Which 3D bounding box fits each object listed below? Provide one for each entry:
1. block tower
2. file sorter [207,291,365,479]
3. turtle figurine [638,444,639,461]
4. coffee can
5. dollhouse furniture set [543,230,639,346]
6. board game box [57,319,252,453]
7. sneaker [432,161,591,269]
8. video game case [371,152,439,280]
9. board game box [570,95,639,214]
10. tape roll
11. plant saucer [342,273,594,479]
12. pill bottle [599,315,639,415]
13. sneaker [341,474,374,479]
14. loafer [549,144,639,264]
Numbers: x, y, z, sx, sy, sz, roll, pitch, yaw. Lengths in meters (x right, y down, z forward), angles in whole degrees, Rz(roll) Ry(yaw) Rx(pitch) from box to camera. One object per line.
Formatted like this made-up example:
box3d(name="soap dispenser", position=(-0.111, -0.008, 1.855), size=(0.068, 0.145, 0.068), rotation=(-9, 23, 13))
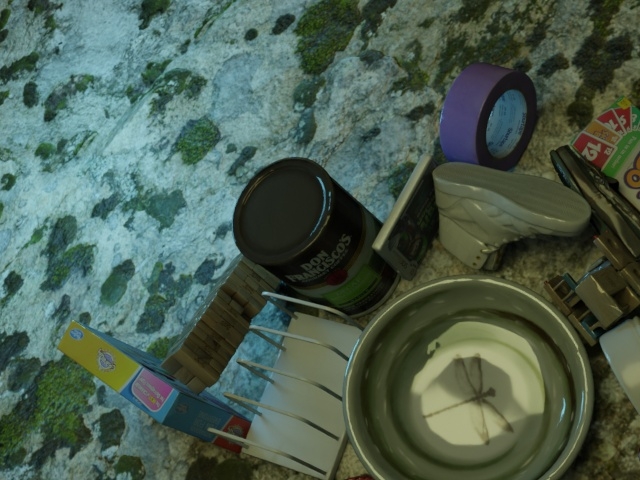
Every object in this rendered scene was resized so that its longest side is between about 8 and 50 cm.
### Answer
box3d(name="block tower", position=(-0.170, 0.135, 2.174), size=(0.097, 0.091, 0.335), rotation=(-43, 10, 42))
box3d(name="file sorter", position=(-0.047, 0.249, 2.097), size=(0.193, 0.173, 0.277), rotation=(12, 73, 32))
box3d(name="turtle figurine", position=(0.588, 0.324, 1.606), size=(0.275, 0.266, 0.198), rotation=(-20, 58, 23))
box3d(name="coffee can", position=(0.000, 0.000, 2.131), size=(0.201, 0.275, 0.201), rotation=(-14, 61, 26))
box3d(name="dollhouse furniture set", position=(0.412, 0.083, 1.847), size=(0.129, 0.184, 0.129), rotation=(52, 122, 15))
box3d(name="board game box", position=(-0.304, 0.269, 2.208), size=(0.316, 0.242, 0.064), rotation=(27, 85, 39))
box3d(name="sneaker", position=(0.324, -0.021, 2.026), size=(0.292, 0.169, 0.108), rotation=(20, 39, 37))
box3d(name="video game case", position=(0.171, -0.038, 2.109), size=(0.022, 0.173, 0.190), rotation=(25, 81, 29))
box3d(name="board game box", position=(0.545, -0.124, 2.008), size=(0.124, 0.039, 0.259), rotation=(-42, 55, 7))
box3d(name="tape roll", position=(0.297, -0.214, 2.108), size=(0.080, 0.189, 0.189), rotation=(22, 80, 38))
box3d(name="plant saucer", position=(0.239, 0.256, 1.933), size=(0.400, 0.100, 0.400), rotation=(-6, 65, 12))
box3d(name="pill bottle", position=(0.619, 0.123, 1.715), size=(0.392, 0.224, 0.224), rotation=(-32, 54, 14))
box3d(name="sneaker", position=(0.018, 0.473, 2.020), size=(0.225, 0.088, 0.093), rotation=(-38, 73, 11))
box3d(name="loafer", position=(0.478, -0.059, 1.986), size=(0.084, 0.096, 0.267), rotation=(-31, 62, 6))
